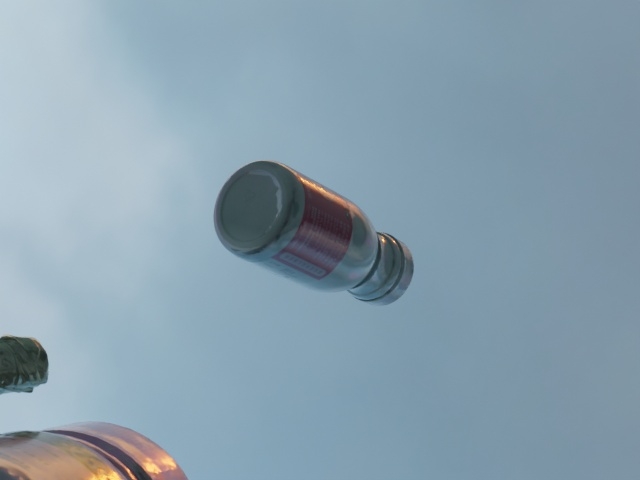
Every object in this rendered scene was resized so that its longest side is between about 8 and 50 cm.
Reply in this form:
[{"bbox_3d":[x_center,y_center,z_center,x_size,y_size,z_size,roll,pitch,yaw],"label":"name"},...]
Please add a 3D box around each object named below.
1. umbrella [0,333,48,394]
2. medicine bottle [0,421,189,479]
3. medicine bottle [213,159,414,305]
[{"bbox_3d":[-0.301,0.111,1.674,0.143,0.067,0.062,-10,-142,-35],"label":"umbrella"},{"bbox_3d":[-0.236,0.255,1.530,0.212,0.212,0.325,34,-170,14],"label":"medicine bottle"},{"bbox_3d":[0.000,0.000,1.753,0.217,0.090,0.090,26,-158,-53],"label":"medicine bottle"}]
